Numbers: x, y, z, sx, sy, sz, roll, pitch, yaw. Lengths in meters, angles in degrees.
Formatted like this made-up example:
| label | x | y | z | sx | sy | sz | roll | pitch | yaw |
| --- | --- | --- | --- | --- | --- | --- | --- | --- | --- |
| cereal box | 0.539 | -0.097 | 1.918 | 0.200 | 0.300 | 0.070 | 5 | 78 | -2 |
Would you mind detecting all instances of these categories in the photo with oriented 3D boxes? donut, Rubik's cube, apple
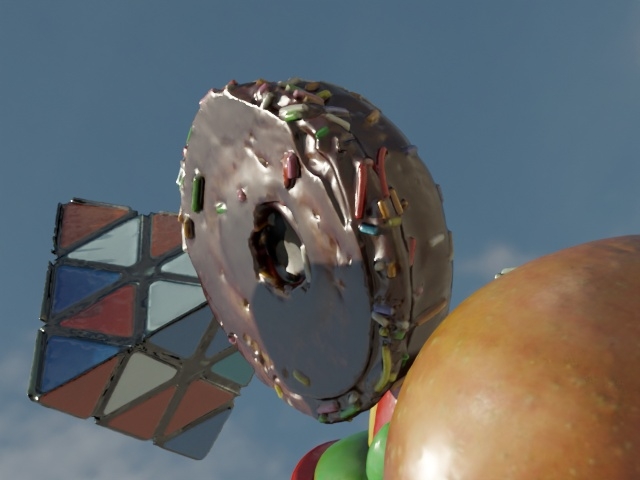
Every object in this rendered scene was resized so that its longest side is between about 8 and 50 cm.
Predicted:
| label | x | y | z | sx | sy | sz | roll | pitch | yaw |
| --- | --- | --- | --- | --- | --- | --- | --- | --- | --- |
| donut | 0.000 | 0.000 | 1.031 | 0.089 | 0.235 | 0.235 | -20 | -50 | -35 |
| Rubik's cube | -0.173 | 0.118 | 1.350 | 0.234 | 0.284 | 0.250 | -33 | -50 | -55 |
| apple | 0.146 | 0.100 | 0.688 | 0.235 | 0.173 | 0.210 | -34 | -69 | -30 |

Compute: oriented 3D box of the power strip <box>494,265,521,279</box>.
| label | x | y | z | sx | sy | sz | roll | pitch | yaw |
| --- | --- | --- | --- | --- | --- | --- | --- | --- | --- |
| power strip | 0.315 | 0.093 | 1.862 | 0.061 | 0.216 | 0.145 | 0 | -97 | -51 |

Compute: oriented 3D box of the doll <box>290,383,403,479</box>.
| label | x | y | z | sx | sy | sz | roll | pitch | yaw |
| --- | --- | --- | --- | --- | --- | --- | --- | --- | --- |
| doll | 0.048 | 0.227 | 1.157 | 0.183 | 0.160 | 0.363 | -20 | -48 | -57 |
